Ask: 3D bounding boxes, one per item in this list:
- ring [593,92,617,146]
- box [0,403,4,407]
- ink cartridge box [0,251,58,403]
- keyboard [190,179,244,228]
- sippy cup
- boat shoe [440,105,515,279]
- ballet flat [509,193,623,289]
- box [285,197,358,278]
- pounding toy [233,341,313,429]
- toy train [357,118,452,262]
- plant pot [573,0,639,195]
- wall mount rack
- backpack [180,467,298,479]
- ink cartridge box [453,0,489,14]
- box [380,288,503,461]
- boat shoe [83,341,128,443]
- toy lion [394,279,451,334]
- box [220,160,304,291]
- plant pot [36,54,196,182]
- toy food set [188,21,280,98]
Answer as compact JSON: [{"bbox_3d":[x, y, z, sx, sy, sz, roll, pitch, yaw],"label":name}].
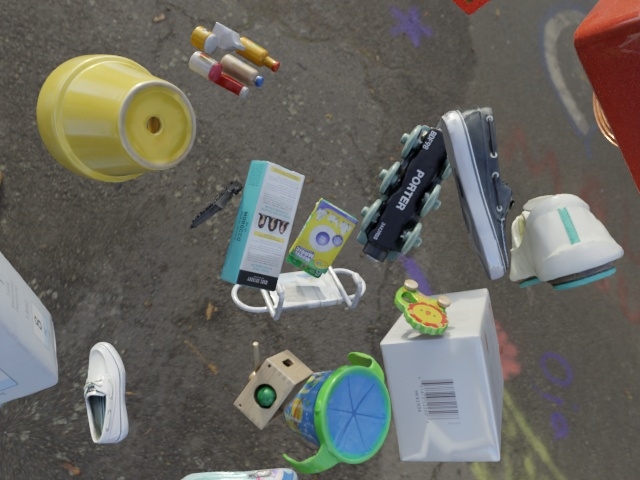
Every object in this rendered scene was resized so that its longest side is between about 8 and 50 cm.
[{"bbox_3d":[0.682,-0.339,1.057,0.032,0.336,0.337,7,69,-17],"label":"ring"},{"bbox_3d":[-0.530,0.241,0.777,0.038,0.145,0.186,40,64,12],"label":"box"},{"bbox_3d":[-0.406,0.041,0.353,0.308,0.385,0.091,-17,55,-12],"label":"ink cartridge box"},{"bbox_3d":[-0.200,-0.085,1.074,0.023,0.108,0.180,54,15,-15],"label":"keyboard"},{"bbox_3d":[0.025,0.440,1.389,0.305,0.224,0.240,-8,87,-40],"label":"sippy cup"},{"bbox_3d":[0.134,-0.038,0.428,0.040,0.049,0.142,-17,99,6],"label":"boat shoe"},{"bbox_3d":[0.351,-0.001,0.809,0.400,0.139,0.139,14,56,-74],"label":"ballet flat"},{"bbox_3d":[0.000,0.000,1.296,0.105,0.043,0.179,30,100,-8],"label":"box"},{"bbox_3d":[-0.095,0.261,0.993,0.100,0.141,0.130,38,98,15],"label":"pounding toy"},{"bbox_3d":[0.191,-0.102,1.159,0.142,0.190,0.334,29,90,5],"label":"toy train"},{"bbox_3d":[0.476,-0.201,0.563,0.267,0.235,0.267,-48,112,-29],"label":"plant pot"},{"bbox_3d":[-0.054,0.049,1.316,0.349,0.131,0.304,-5,42,-25],"label":"wall mount rack"},{"bbox_3d":[-0.123,0.404,0.655,0.253,0.225,0.191,-5,37,-10],"label":"backpack"},{"bbox_3d":[0.179,-0.406,0.712,0.232,0.189,0.066,35,65,-20],"label":"ink cartridge box"},{"bbox_3d":[0.249,0.240,1.026,0.345,0.168,0.215,-19,99,-69],"label":"box"},{"bbox_3d":[-0.481,0.333,1.181,0.076,0.083,0.226,25,40,-64],"label":"boat shoe"},{"bbox_3d":[0.166,0.114,0.877,0.100,0.034,0.096,27,32,22],"label":"toy lion"},{"bbox_3d":[-0.114,-0.028,1.064,0.100,0.060,0.244,17,87,-41],"label":"box"},{"bbox_3d":[-0.380,-0.233,1.045,0.254,0.239,0.254,-17,114,-45],"label":"plant pot"},{"bbox_3d":[-0.176,-0.364,1.096,0.104,0.111,0.232,32,17,6],"label":"toy food set"}]
